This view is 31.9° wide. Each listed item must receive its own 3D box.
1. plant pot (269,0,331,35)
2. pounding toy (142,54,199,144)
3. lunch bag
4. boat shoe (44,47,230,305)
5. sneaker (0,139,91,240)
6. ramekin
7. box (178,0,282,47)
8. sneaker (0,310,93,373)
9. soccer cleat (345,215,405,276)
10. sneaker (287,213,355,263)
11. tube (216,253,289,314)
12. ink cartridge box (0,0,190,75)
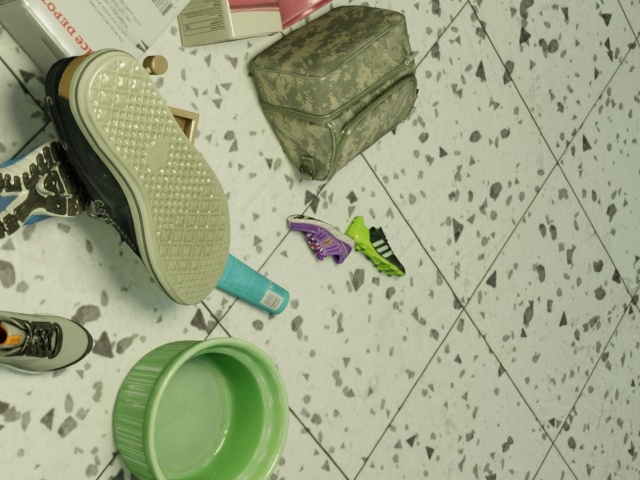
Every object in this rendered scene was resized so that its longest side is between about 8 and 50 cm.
[{"bbox_3d":[-0.060,-0.508,2.091,0.201,0.201,0.180,-37,99,-36],"label":"plant pot"},{"bbox_3d":[-0.309,-0.215,1.912,0.181,0.094,0.206,10,93,-37],"label":"pounding toy"},{"bbox_3d":[0.046,-0.286,2.180,0.305,0.212,0.256,-40,133,-34],"label":"lunch bag"},{"bbox_3d":[-0.287,-0.098,1.803,0.187,0.156,0.500,-49,135,-27],"label":"boat shoe"},{"bbox_3d":[-0.487,-0.075,1.744,0.330,0.147,0.130,-27,108,-60],"label":"sneaker"},{"bbox_3d":[-0.216,0.317,1.980,0.303,0.148,0.303,-1,92,-42],"label":"ramekin"},{"bbox_3d":[-0.175,-0.473,2.001,0.127,0.148,0.232,-18,104,-42],"label":"box"},{"bbox_3d":[-0.475,0.160,1.769,0.271,0.108,0.100,11,81,-43],"label":"sneaker"},{"bbox_3d":[0.124,0.015,2.347,0.179,0.060,0.072,39,64,-33],"label":"soccer cleat"},{"bbox_3d":[0.000,0.000,2.231,0.170,0.068,0.071,30,82,-36],"label":"sneaker"},{"bbox_3d":[-0.149,0.075,2.108,0.207,0.052,0.080,32,65,-33],"label":"tube"},{"bbox_3d":[-0.366,-0.400,1.845,0.211,0.121,0.289,52,59,-29],"label":"ink cartridge box"}]
